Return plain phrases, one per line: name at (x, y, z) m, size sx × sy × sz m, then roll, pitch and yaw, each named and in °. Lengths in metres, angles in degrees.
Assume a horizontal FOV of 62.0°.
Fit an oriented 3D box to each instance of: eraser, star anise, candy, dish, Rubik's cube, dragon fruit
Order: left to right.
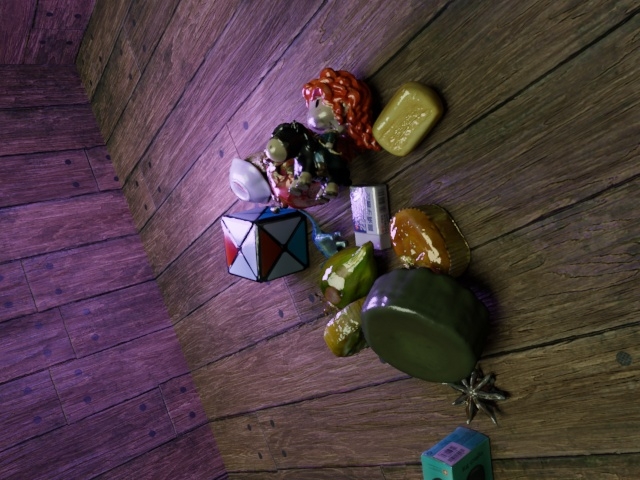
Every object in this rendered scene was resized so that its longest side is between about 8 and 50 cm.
dish at (-0.308, -0.223, 2.178) m, size 0.229 × 0.081 × 0.229 m, roll 32°, pitch 149°, yaw 22°
Rubik's cube at (-0.218, 0.008, 2.090) m, size 0.248 × 0.246 × 0.250 m, roll 13°, pitch 112°, yaw 46°
dragon fruit at (-0.078, -0.258, 1.853) m, size 0.269 × 0.250 × 0.291 m, roll 92°, pitch 159°, yaw -56°
candy at (0.134, 0.283, 1.768) m, size 0.118 × 0.260 × 0.260 m, roll 54°, pitch 136°, yaw 25°
eraser at (0.165, -0.081, 1.755) m, size 0.124 × 0.068 × 0.210 m, roll 9°, pitch 110°, yaw 48°
star anise at (0.465, 0.464, 1.592) m, size 0.205 × 0.061 × 0.180 m, roll -26°, pitch 71°, yaw 45°

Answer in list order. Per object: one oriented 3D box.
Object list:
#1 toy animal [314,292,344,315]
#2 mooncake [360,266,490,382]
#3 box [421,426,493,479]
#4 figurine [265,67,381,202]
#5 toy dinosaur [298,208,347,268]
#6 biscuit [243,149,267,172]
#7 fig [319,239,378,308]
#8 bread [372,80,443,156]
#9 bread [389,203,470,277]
toy animal at (0.075, 0.265, 1.957) m, size 0.241 × 0.057 × 0.099 m, roll 42°, pitch 145°, yaw 5°
mooncake at (0.295, 0.234, 1.525) m, size 0.356 × 0.194 × 0.356 m, roll 21°, pitch 142°, yaw 18°
box at (0.429, 0.764, 1.630) m, size 0.118 × 0.205 × 0.311 m, roll 3°, pitch 104°, yaw 51°
figurine at (0.014, -0.316, 1.639) m, size 0.306 × 0.411 × 0.241 m, roll 39°, pitch 164°, yaw 4°
toy dinosaur at (0.030, 0.009, 1.907) m, size 0.144 × 0.076 × 0.329 m, roll 5°, pitch 141°, yaw 24°
biscuit at (-0.256, -0.316, 2.160) m, size 0.168 × 0.082 × 0.070 m, roll 3°, pitch 132°, yaw 49°
fig at (0.119, 0.094, 1.765) m, size 0.206 × 0.206 × 0.275 m, roll 53°, pitch 134°, yaw 24°
bread at (0.251, -0.350, 1.528) m, size 0.147 × 0.098 × 0.217 m, roll 41°, pitch 130°, yaw -2°
bread at (0.312, 0.013, 1.568) m, size 0.179 × 0.133 × 0.250 m, roll -39°, pitch 73°, yaw 44°
